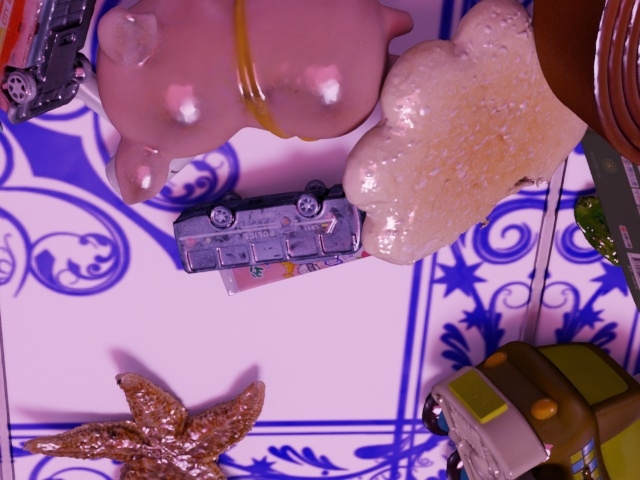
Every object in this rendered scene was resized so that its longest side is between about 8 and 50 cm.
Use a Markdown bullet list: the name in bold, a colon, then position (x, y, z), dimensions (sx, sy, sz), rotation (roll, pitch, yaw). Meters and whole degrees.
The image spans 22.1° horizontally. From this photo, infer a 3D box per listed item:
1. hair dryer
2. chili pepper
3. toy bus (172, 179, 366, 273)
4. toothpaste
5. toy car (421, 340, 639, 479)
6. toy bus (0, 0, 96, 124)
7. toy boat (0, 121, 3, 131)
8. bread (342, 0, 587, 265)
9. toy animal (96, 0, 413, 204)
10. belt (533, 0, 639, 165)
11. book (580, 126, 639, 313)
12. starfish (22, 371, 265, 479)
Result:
- **hair dryer**: position (-0.168, -0.098, 1.347), dimensions (0.082, 0.047, 0.137), rotation (-38, 117, 23)
- **chili pepper**: position (0.252, -0.010, 1.466), dimensions (0.030, 0.034, 0.091), rotation (-47, 124, -11)
- **toy bus**: position (-0.041, -0.011, 1.403), dimensions (0.166, 0.047, 0.065), rotation (-7, 107, 13)
- **toothpaste**: position (0.000, 0.000, 1.443), dimensions (0.194, 0.043, 0.067), rotation (-14, 120, 11)
- **toy car**: position (0.233, 0.199, 1.548), dimensions (0.198, 0.204, 0.248), rotation (-30, 126, -10)
- **toy bus**: position (-0.213, -0.180, 1.247), dimensions (0.077, 0.079, 0.174), rotation (34, 126, 21)
- **toy boat**: position (-0.306, -0.119, 1.306), dimensions (0.069, 0.059, 0.173), rotation (-18, 128, 9)
- **bread**: position (0.122, -0.094, 1.299), dimensions (0.251, 0.039, 0.182), rotation (-34, 134, -22)
- **toy animal**: position (-0.050, -0.136, 1.270), dimensions (0.248, 0.149, 0.165), rotation (-12, 114, -10)
- **belt**: position (0.284, -0.214, 1.222), dimensions (0.217, 0.122, 0.338), rotation (3, 122, -25)
- **book**: position (0.347, -0.004, 1.348), dimensions (0.264, 0.027, 0.202), rotation (9, 130, 47)
- **starfish**: position (-0.143, 0.205, 1.577), dimensions (0.277, 0.062, 0.236), rotation (24, 122, -20)
